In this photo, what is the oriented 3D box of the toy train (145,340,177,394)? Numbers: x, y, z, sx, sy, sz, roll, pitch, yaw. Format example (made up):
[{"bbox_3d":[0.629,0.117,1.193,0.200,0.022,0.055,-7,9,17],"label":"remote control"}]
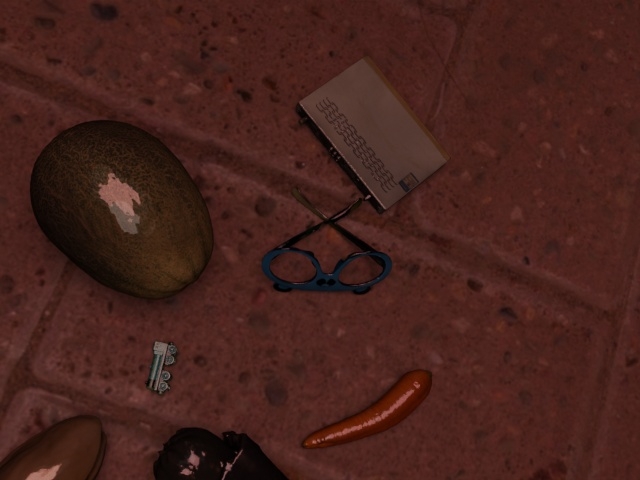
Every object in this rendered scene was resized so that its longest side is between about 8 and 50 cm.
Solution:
[{"bbox_3d":[-0.274,0.218,1.382,0.045,0.029,0.092,12,74,-2],"label":"toy train"}]

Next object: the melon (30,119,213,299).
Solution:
[{"bbox_3d":[-0.322,-0.050,1.326,0.329,0.248,0.248,46,71,-7],"label":"melon"}]

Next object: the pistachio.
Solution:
[{"bbox_3d":[-0.431,0.368,1.260,0.136,0.136,0.226,47,65,2],"label":"pistachio"}]

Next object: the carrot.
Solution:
[{"bbox_3d":[0.095,0.313,1.429,0.271,0.062,0.066,-32,118,-15],"label":"carrot"}]

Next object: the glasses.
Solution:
[{"bbox_3d":[0.008,-0.010,1.466,0.239,0.102,0.206,0,76,-13],"label":"glasses"}]

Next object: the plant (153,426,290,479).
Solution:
[{"bbox_3d":[-0.150,0.400,1.306,0.256,0.142,0.164,36,71,-14],"label":"plant"}]

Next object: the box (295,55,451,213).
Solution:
[{"bbox_3d":[0.100,-0.206,1.569,0.211,0.045,0.270,-39,87,-19],"label":"box"}]
